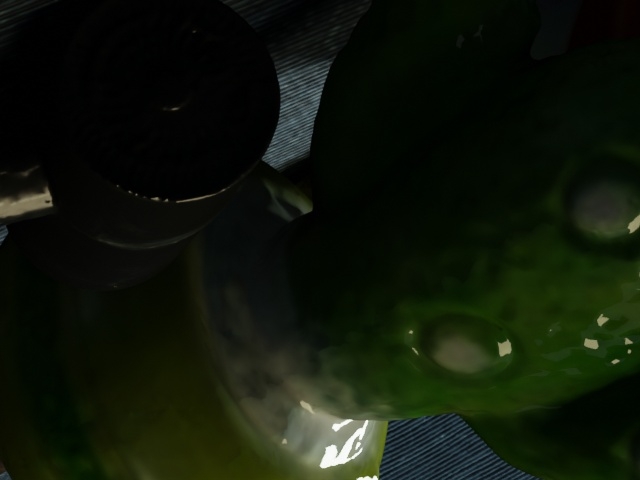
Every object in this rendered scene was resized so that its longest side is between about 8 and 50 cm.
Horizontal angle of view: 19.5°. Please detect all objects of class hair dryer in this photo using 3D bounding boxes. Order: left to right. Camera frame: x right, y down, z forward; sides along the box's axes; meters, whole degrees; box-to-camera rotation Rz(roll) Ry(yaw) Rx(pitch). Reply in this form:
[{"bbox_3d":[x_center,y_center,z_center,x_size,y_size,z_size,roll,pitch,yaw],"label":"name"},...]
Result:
[{"bbox_3d":[-0.126,-0.009,0.576,0.219,0.071,0.124,-18,170,-24],"label":"hair dryer"}]

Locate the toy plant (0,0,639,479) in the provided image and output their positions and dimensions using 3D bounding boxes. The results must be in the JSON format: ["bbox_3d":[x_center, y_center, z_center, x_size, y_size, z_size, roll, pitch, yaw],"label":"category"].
[{"bbox_3d":[0.032,0.013,0.712,0.316,0.224,0.184,-20,-168,29],"label":"toy plant"}]

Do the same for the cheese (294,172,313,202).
[{"bbox_3d":[0.000,0.000,1.132,0.156,0.064,0.250,-22,169,-33],"label":"cheese"}]

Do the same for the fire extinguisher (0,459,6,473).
[{"bbox_3d":[-0.124,0.051,1.030,0.267,0.072,0.089,-32,-151,31],"label":"fire extinguisher"}]

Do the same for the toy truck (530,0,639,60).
[{"bbox_3d":[0.166,-0.085,0.780,0.265,0.239,0.189,20,-153,37],"label":"toy truck"}]
